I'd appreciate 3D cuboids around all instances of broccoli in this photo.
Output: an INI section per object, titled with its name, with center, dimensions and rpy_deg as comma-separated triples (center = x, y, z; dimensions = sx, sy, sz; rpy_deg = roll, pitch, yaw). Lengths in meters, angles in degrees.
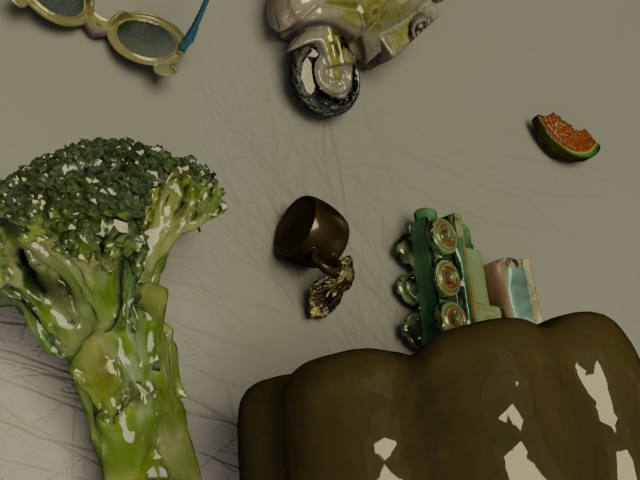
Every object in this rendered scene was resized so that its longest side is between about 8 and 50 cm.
[broccoli]
center = -0.188, 0.095, 0.622
dimensions = 0.252, 0.221, 0.361
rpy_deg = 26, 56, -64

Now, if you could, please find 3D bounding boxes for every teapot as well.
[teapot]
center = 0.000, 0.000, 0.817
dimensions = 0.068, 0.076, 0.121
rpy_deg = 25, 25, -31

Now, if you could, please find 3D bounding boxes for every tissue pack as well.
[tissue pack]
center = 0.239, 0.072, 0.948
dimensions = 0.059, 0.074, 0.094
rpy_deg = 2, 71, -28

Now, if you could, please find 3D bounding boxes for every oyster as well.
[oyster]
center = 0.015, 0.057, 0.833
dimensions = 0.083, 0.019, 0.054
rpy_deg = -43, 136, -21

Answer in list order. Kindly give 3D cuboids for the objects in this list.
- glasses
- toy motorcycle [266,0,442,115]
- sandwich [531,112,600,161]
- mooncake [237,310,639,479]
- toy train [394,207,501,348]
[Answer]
[glasses]
center = -0.186, -0.303, 0.745
dimensions = 0.190, 0.220, 0.088
rpy_deg = 24, 25, -22
[toy motorcycle]
center = 0.040, -0.325, 0.932
dimensions = 0.223, 0.108, 0.340
rpy_deg = 50, 63, -16
[sandwich]
center = 0.374, -0.153, 1.130
dimensions = 0.135, 0.029, 0.067
rpy_deg = 16, 61, -26
[mooncake]
center = 0.113, 0.190, 0.662
dimensions = 0.379, 0.378, 0.200
rpy_deg = -5, 72, -33
[toy train]
center = 0.158, 0.056, 0.905
dimensions = 0.125, 0.081, 0.193
rpy_deg = 12, 66, -39
